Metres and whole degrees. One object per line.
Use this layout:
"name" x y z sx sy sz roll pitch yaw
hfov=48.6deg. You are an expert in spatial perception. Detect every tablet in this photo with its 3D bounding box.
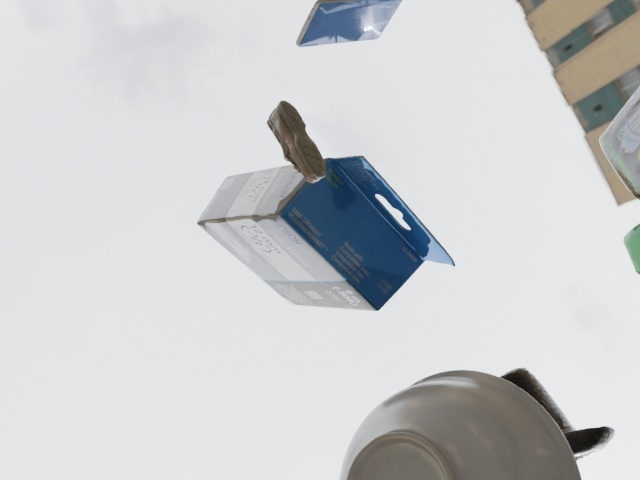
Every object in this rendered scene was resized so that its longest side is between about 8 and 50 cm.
"tablet" 0.024 -0.180 0.577 0.083 0.054 0.006 -15 -109 -28

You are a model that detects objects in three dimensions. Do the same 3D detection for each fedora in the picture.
"fedora" 0.267 0.287 1.070 0.334 0.334 0.152 -9 -115 -20

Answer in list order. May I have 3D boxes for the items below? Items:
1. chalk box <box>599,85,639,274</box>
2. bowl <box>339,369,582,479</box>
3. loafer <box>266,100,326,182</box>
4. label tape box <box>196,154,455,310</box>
"chalk box" 0.281 -0.064 0.458 0.132 0.213 0.132 28 -153 -2
"bowl" 0.120 0.284 0.772 0.134 0.298 0.297 21 -111 -45
"loafer" -0.031 -0.113 0.853 0.045 0.039 0.125 17 -139 -47
"label tape box" 0.000 0.000 1.121 0.249 0.348 0.115 45 -116 -30
